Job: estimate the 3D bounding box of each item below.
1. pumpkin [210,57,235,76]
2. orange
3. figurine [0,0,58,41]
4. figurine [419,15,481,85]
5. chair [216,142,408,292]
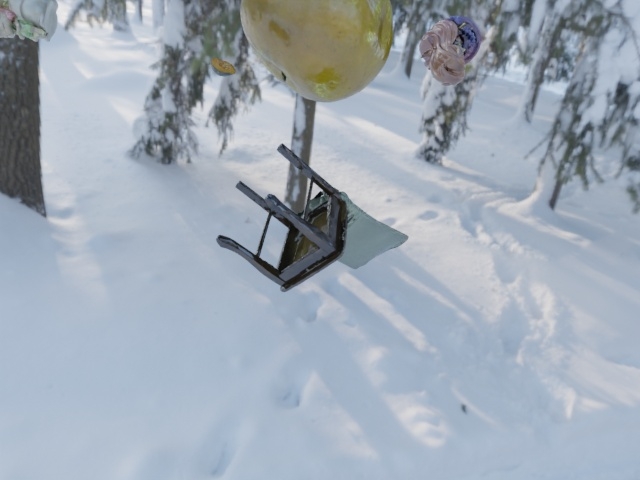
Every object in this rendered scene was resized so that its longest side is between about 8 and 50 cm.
[{"bbox_3d":[-0.269,-0.465,1.394,0.083,0.028,0.050,-8,65,-47],"label":"pumpkin"},{"bbox_3d":[-0.003,-0.380,0.893,0.279,0.235,0.279,38,1,-1],"label":"orange"},{"bbox_3d":[-0.519,-0.380,0.835,0.146,0.081,0.098,10,44,-14],"label":"figurine"},{"bbox_3d":[0.252,-0.378,1.038,0.114,0.126,0.157,27,58,6],"label":"figurine"},{"bbox_3d":[0.000,0.000,0.910,0.319,0.160,0.186,37,38,-25],"label":"chair"}]
